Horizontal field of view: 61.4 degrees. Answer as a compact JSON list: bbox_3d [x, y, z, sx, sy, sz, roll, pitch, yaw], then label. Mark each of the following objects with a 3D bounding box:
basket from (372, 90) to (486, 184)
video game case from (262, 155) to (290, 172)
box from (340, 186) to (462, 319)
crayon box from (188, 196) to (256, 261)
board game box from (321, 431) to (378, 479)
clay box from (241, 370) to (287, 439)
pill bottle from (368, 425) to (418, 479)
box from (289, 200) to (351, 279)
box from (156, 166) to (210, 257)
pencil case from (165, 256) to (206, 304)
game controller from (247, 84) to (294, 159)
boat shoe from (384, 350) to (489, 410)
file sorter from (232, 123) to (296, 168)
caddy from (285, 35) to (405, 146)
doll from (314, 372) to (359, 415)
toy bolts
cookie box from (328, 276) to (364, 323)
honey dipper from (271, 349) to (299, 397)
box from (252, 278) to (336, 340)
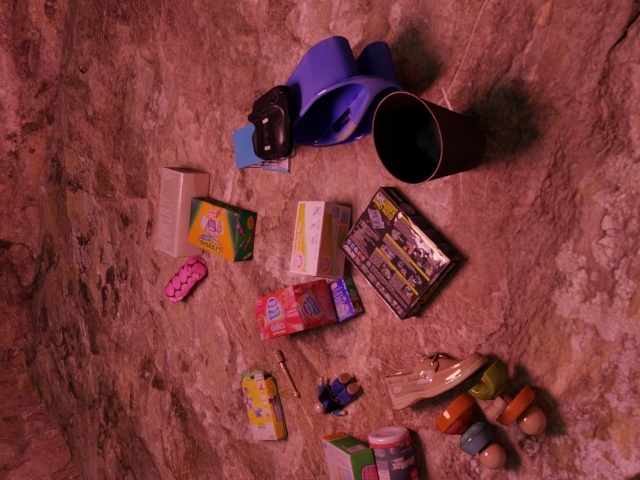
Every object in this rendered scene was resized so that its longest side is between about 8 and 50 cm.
[{"bbox_3d":[0.249,-0.213,1.169,0.154,0.227,0.204,-41,66,38],"label":"basket"},{"bbox_3d":[-0.135,-0.299,1.675,0.119,0.015,0.166,12,102,42],"label":"video game case"},{"bbox_3d":[0.193,0.030,1.363,0.270,0.060,0.216,50,124,28],"label":"box"},{"bbox_3d":[-0.342,-0.042,1.851,0.278,0.081,0.165,18,106,41],"label":"crayon box"},{"bbox_3d":[0.097,0.699,1.444,0.242,0.064,0.316,154,106,-71],"label":"board game box"},{"bbox_3d":[-0.189,0.540,1.780,0.127,0.053,0.222,-20,79,43],"label":"clay box"},{"bbox_3d":[0.191,0.581,1.382,0.108,0.108,0.180,-16,84,43],"label":"pill bottle"},{"bbox_3d":[0.000,0.000,1.482,0.103,0.114,0.203,4,86,44],"label":"box"},{"bbox_3d":[-0.505,-0.105,1.974,0.148,0.121,0.311,20,108,41],"label":"box"},{"bbox_3d":[-0.505,0.153,2.022,0.209,0.095,0.098,-46,28,38],"label":"pencil case"},{"bbox_3d":[-0.126,-0.295,1.392,0.319,0.067,0.166,-163,60,-71],"label":"game controller"},{"bbox_3d":[0.265,0.318,1.291,0.302,0.109,0.098,-42,67,44],"label":"boat shoe"},{"bbox_3d":[-0.169,-0.287,1.625,0.170,0.104,0.118,-8,88,44],"label":"file sorter"},{"bbox_3d":[0.053,-0.337,1.318,0.341,0.241,0.179,146,118,-61],"label":"caddy"},{"bbox_3d":[0.036,0.448,1.561,0.129,0.046,0.189,50,132,17],"label":"doll"},{"bbox_3d":[0.354,0.411,1.165,0.158,0.218,0.228,45,141,24],"label":"toy bolts"},{"bbox_3d":[0.062,0.167,1.512,0.092,0.040,0.107,-33,70,41],"label":"cookie box"},{"bbox_3d":[-0.109,0.425,1.709,0.030,0.030,0.161,-42,67,38],"label":"honey dipper"},{"bbox_3d":[-0.082,0.205,1.568,0.257,0.122,0.128,-26,76,54],"label":"box"}]
